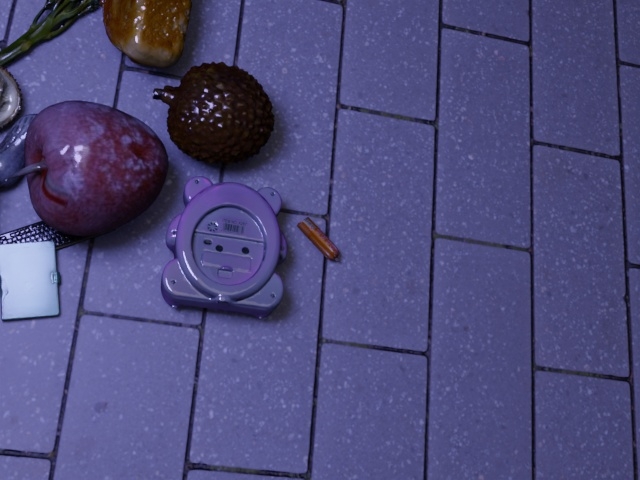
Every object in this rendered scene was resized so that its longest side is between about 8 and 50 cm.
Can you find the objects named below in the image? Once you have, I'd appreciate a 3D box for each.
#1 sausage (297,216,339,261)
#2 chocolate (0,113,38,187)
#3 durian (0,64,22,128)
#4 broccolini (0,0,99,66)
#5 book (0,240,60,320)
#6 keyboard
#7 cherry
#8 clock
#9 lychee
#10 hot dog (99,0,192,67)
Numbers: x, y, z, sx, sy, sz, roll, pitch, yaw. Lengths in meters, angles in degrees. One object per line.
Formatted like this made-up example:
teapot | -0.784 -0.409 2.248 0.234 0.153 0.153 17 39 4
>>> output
sausage | 0.000 0.000 1.616 0.107 0.031 0.031 46 68 3
chocolate | -0.550 -0.165 1.505 0.072 0.072 0.167 36 68 -1
durian | -0.608 -0.273 1.515 0.110 0.071 0.140 -1 103 -41
broccolini | -0.576 -0.400 1.582 0.392 0.079 0.074 -40 45 -21
book | -0.514 0.070 1.465 0.103 0.017 0.135 -5 79 -16
keyboard | -0.479 -0.015 1.509 0.198 0.010 0.064 -21 81 -19
cherry | -0.412 -0.128 1.449 0.285 0.212 0.236 -14 101 -35
clock | -0.173 0.011 1.539 0.227 0.090 0.248 9 69 -12
lychee | -0.199 -0.242 1.558 0.238 0.200 0.200 20 69 -22
hot dog | -0.335 -0.454 1.606 0.150 0.153 0.257 16 78 -40
